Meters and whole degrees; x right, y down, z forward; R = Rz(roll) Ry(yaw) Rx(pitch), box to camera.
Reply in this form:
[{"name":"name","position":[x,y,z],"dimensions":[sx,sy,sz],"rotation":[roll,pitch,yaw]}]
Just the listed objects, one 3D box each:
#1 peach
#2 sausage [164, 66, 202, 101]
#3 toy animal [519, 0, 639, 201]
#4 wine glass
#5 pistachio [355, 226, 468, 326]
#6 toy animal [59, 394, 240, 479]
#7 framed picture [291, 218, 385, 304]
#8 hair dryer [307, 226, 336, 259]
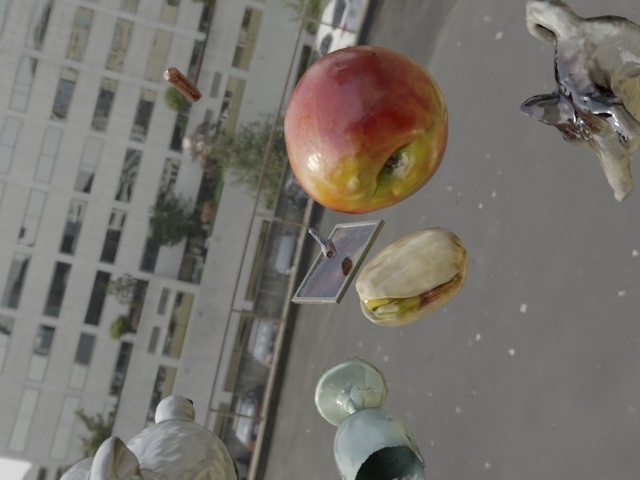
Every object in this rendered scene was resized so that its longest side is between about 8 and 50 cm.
[{"name":"peach","position":[0.092,-0.259,1.676],"dimensions":[0.388,0.388,0.388],"rotation":[-166,90,-79]},{"name":"sausage","position":[-0.293,-0.333,1.599],"dimensions":[0.030,0.035,0.147],"rotation":[-36,-16,6]},{"name":"toy animal","position":[0.458,-0.254,1.255],"dimensions":[0.194,0.302,0.344],"rotation":[-42,-21,0]},{"name":"wine glass","position":[0.076,0.318,1.242],"dimensions":[0.321,0.143,0.143],"rotation":[-116,41,-73]},{"name":"pistachio","position":[0.145,0.059,1.180],"dimensions":[0.145,0.200,0.117],"rotation":[36,154,50]},{"name":"toy animal","position":[-0.234,0.353,1.029],"dimensions":[0.258,0.194,0.357],"rotation":[64,-176,12]},{"name":"framed picture","position":[0.050,0.062,2.150],"dimensions":[0.211,0.020,0.289],"rotation":[-5,48,53]},{"name":"hair dryer","position":[0.000,0.000,2.114],"dimensions":[0.037,0.114,0.063],"rotation":[-38,27,9]}]
